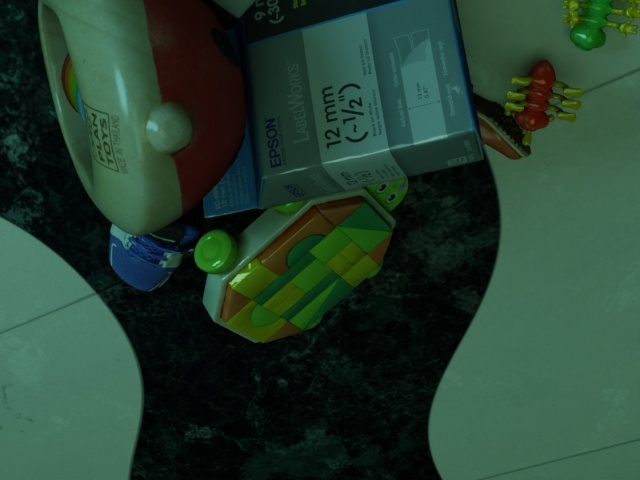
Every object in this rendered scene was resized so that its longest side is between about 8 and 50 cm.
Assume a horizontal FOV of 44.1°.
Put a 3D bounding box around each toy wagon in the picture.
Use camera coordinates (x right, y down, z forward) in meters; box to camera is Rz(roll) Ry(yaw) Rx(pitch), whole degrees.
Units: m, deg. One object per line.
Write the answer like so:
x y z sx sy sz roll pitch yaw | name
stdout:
0.000 0.000 1.070 0.344 0.068 0.267 -41 145 7 | toy wagon

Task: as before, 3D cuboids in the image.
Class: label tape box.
-0.007 -0.185 0.910 0.347 0.249 0.115 -11 166 13 | label tape box

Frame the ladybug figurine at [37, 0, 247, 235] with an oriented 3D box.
-0.198 -0.171 0.868 0.161 0.449 0.305 -14 119 -21 | ladybug figurine

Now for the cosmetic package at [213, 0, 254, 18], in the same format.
-0.113 -0.368 0.819 0.151 0.152 0.183 -39 134 27 | cosmetic package

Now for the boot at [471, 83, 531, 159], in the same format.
0.199 -0.145 1.034 0.157 0.059 0.085 35 125 -7 | boot

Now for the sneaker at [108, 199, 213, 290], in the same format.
-0.221 -0.032 1.085 0.127 0.182 0.315 30 123 -12 | sneaker

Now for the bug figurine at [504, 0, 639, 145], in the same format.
0.370 -0.199 0.958 0.278 0.072 0.216 13 115 0 | bug figurine
